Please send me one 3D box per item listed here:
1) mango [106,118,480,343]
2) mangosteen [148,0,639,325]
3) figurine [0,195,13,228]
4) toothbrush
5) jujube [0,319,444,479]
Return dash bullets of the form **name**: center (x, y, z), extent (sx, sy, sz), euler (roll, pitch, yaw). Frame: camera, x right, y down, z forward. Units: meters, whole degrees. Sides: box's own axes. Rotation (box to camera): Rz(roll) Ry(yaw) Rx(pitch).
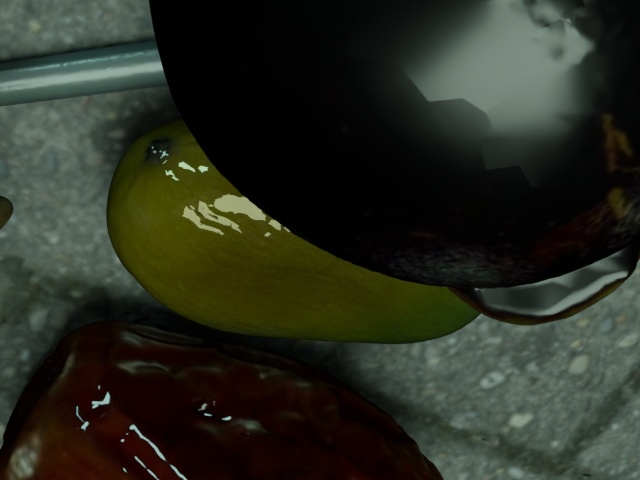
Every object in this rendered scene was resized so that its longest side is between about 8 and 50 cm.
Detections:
- **mango**: center (0.001, -0.004, 0.702), extent (0.237, 0.091, 0.137), euler (7, 146, -25)
- **mangosteen**: center (0.069, -0.093, 0.563), extent (0.275, 0.275, 0.302), euler (-24, 138, 3)
- **figurine**: center (-0.213, -0.083, 0.543), extent (0.173, 0.177, 0.247), euler (-38, 79, 12)
- **toothbrush**: center (-0.162, -0.082, 0.658), extent (0.342, 0.025, 0.030), euler (-6, 120, -8)
- **jujube**: center (-0.044, 0.164, 0.760), extent (0.290, 0.197, 0.197), euler (33, 112, -14)
